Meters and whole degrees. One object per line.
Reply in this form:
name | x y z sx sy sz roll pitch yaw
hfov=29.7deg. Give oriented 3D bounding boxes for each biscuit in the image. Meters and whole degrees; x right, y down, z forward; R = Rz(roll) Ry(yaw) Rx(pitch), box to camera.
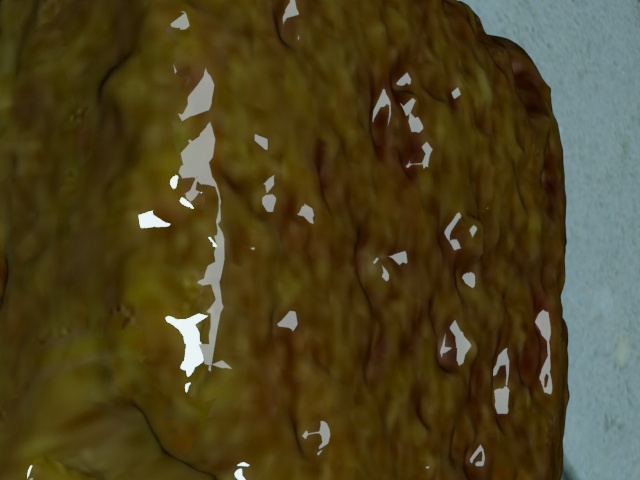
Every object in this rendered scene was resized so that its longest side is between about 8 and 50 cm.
biscuit | 0.000 0.000 0.669 0.395 0.166 0.342 15 74 -50
